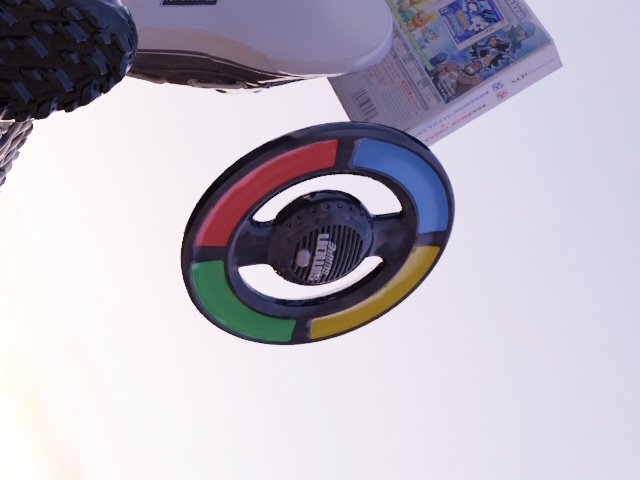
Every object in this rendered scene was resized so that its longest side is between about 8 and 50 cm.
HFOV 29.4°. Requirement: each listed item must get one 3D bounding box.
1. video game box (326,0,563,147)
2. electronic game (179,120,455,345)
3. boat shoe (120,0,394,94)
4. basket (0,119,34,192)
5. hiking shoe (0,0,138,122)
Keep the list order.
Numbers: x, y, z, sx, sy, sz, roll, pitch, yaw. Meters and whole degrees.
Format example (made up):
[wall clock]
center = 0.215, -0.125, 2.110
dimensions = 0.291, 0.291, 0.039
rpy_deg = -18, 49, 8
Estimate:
[video game box]
center = 0.091, -0.187, 1.114
dimensions = 0.048, 0.187, 0.205
rpy_deg = 46, 16, -53
[electronic game]
center = 0.000, 0.000, 0.977
dimensions = 0.048, 0.229, 0.229
rpy_deg = -114, -162, -44
[boat shoe]
center = -0.074, -0.178, 1.090
dimensions = 0.102, 0.301, 0.108
rpy_deg = 65, 34, -57
[basket]
center = -0.390, -0.151, 1.004
dimensions = 0.299, 0.213, 0.223
rpy_deg = 32, -68, -2
[hiking shoe]
center = -0.265, -0.158, 0.813
dimensions = 0.132, 0.304, 0.113
rpy_deg = -79, 170, -48
